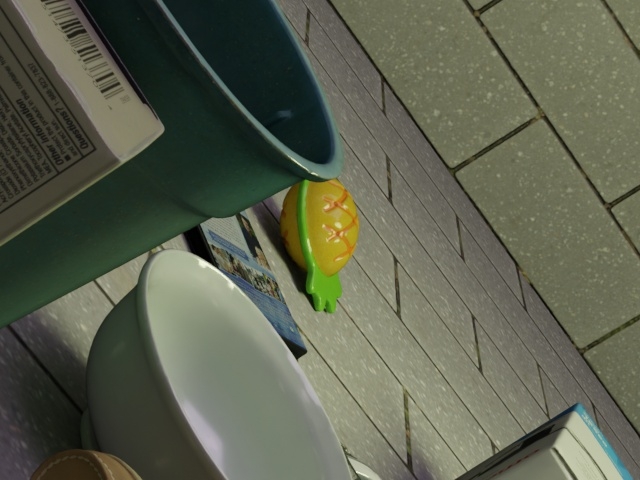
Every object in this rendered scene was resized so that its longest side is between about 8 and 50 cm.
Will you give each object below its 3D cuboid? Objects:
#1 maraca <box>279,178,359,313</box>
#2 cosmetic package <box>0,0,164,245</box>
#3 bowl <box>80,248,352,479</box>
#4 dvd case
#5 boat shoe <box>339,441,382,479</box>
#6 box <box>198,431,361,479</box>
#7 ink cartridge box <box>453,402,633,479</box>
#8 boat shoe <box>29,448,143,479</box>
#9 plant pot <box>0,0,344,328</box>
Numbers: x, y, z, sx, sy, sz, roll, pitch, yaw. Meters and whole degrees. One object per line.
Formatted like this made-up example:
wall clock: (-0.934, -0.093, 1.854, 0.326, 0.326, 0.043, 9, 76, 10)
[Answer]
maraca: (0.000, 0.000, 2.421, 0.127, 0.099, 0.185, 11, 73, -65)
cosmetic package: (-0.261, -0.039, 1.136, 0.153, 0.296, 0.129, 58, 12, -6)
bowl: (-0.105, 0.164, 1.571, 0.298, 0.134, 0.298, 51, 17, -23)
dvd case: (-0.107, 0.008, 2.169, 0.180, 0.022, 0.253, 34, 27, -57)
boat shoe: (-0.009, 0.222, 1.931, 0.228, 0.080, 0.076, 34, 27, -42)
box: (-0.031, 0.239, 1.756, 0.190, 0.045, 0.184, 58, 35, 3)
ink cartridge box: (0.235, 0.321, 2.238, 0.129, 0.223, 0.307, 58, 13, 4)
boat shoe: (-0.163, 0.247, 1.212, 0.110, 0.122, 0.341, 49, 17, -35)
plant pot: (-0.215, -0.102, 1.361, 0.341, 0.334, 0.341, 53, 15, -20)
